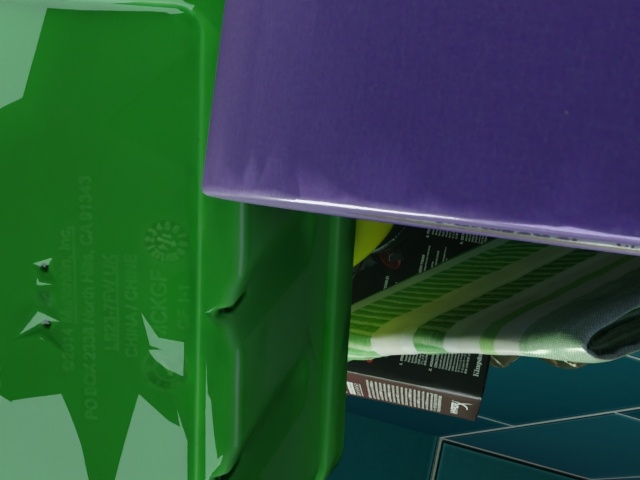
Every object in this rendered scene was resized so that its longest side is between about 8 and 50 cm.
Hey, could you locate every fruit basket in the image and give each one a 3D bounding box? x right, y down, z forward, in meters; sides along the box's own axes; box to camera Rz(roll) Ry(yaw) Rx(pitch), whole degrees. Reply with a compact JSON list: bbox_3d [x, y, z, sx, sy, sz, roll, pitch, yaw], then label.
[{"bbox_3d":[-0.081,-0.042,0.707,0.283,0.392,0.392,4,164,3],"label":"fruit basket"}]

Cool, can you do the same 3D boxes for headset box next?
[{"bbox_3d":[0.000,0.000,1.046,0.293,0.218,0.110,10,164,7],"label":"headset box"}]

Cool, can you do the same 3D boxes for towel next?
[{"bbox_3d":[0.150,0.023,0.798,0.248,0.038,0.325,-22,-174,-26],"label":"towel"}]

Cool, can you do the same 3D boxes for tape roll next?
[{"bbox_3d":[0.102,-0.040,0.443,0.275,0.090,0.275,8,180,0],"label":"tape roll"}]

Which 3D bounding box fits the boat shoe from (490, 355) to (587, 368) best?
[{"bbox_3d":[0.197,0.034,1.200,0.122,0.120,0.324,48,167,-6],"label":"boat shoe"}]
